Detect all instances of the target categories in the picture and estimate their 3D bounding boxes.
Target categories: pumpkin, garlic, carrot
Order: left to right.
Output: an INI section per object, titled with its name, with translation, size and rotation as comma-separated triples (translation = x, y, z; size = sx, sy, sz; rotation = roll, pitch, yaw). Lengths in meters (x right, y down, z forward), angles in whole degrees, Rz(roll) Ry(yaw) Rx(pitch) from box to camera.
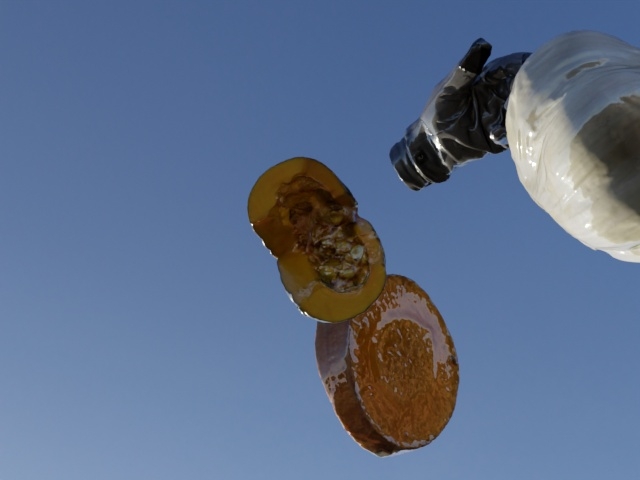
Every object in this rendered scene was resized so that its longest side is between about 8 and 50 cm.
[pumpkin]
translation = 0.000, 0.000, 1.280
size = 0.119, 0.183, 0.107
rotation = -26, -3, 2
[carrot]
translation = 0.108, 0.201, 1.868
size = 0.258, 0.307, 0.100
rotation = 28, -43, -30
[garlic]
translation = 0.255, -0.075, 1.018
size = 0.178, 0.229, 0.143
rotation = -49, -8, 23

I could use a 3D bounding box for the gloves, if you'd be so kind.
[gloves]
translation = 0.191, -0.163, 1.499
size = 0.142, 0.119, 0.285
rotation = 48, -38, -9
